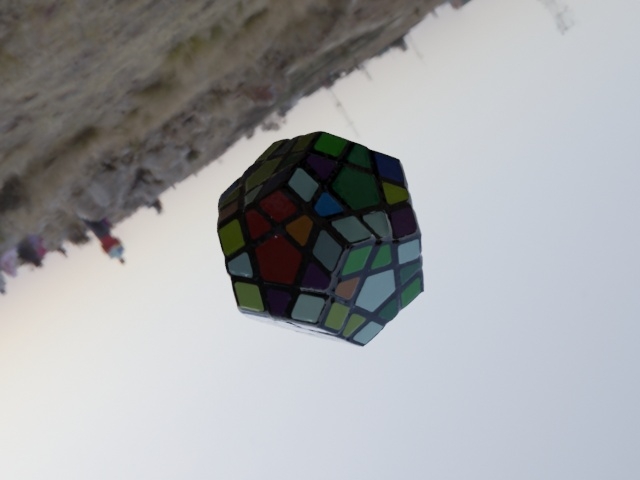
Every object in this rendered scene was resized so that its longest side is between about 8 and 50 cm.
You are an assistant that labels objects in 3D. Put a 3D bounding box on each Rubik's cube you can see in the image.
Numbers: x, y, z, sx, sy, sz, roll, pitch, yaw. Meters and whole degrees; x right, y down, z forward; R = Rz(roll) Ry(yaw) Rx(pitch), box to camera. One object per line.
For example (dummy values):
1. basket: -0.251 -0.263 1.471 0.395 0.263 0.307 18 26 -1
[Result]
1. Rubik's cube: 0.000 0.000 0.468 0.133 0.133 0.112 -4 -110 63
